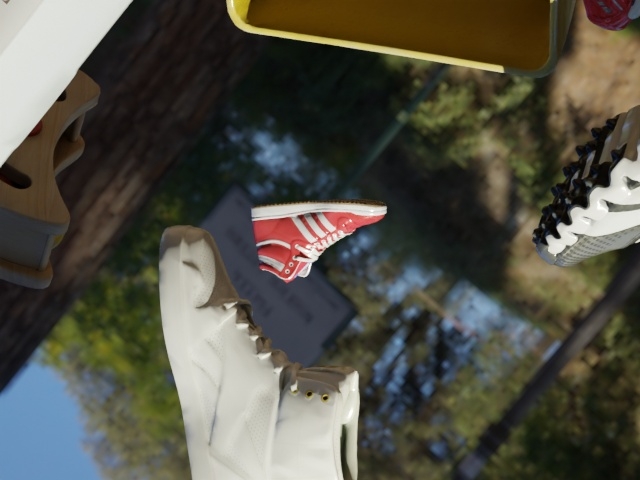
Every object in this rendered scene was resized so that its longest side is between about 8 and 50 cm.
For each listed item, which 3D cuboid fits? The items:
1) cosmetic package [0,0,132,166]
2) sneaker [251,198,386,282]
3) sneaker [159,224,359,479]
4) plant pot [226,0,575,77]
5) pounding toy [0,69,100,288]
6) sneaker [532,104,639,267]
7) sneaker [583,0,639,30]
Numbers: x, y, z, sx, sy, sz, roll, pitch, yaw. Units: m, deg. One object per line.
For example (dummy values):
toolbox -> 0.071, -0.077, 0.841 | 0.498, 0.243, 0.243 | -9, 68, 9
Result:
cosmetic package -> -0.330, -0.212, 1.069 | 0.377, 0.284, 0.097 | 42, -170, 21
sneaker -> 0.000, 0.000, 1.253 | 0.118, 0.067, 0.042 | -3, 180, 23
sneaker -> -0.047, 0.114, 1.406 | 0.108, 0.169, 0.292 | 7, -111, -72
plant pot -> 0.071, -0.248, 0.916 | 0.212, 0.212, 0.187 | 12, -141, 22
pounding toy -> -0.274, -0.059, 1.311 | 0.154, 0.155, 0.269 | 2, -135, -25
sneaker -> 0.204, -0.035, 0.805 | 0.106, 0.234, 0.078 | 35, -131, -7
sneaker -> 0.211, -0.302, 1.427 | 0.107, 0.118, 0.279 | -6, -132, -39
